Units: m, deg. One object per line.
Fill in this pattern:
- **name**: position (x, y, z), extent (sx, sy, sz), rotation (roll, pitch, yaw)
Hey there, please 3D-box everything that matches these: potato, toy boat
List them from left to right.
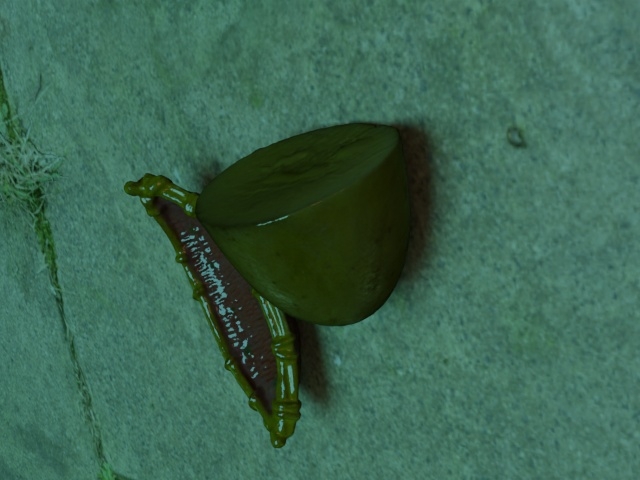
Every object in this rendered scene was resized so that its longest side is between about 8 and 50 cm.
- **toy boat**: position (-0.094, 0.062, 1.076), extent (0.141, 0.099, 0.318), rotation (-35, 83, 52)
- **potato**: position (0.000, 0.000, 0.908), extent (0.203, 0.178, 0.158), rotation (-10, 117, 24)
